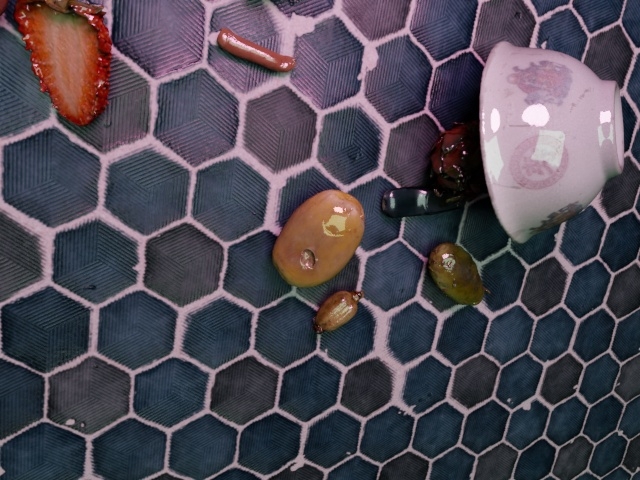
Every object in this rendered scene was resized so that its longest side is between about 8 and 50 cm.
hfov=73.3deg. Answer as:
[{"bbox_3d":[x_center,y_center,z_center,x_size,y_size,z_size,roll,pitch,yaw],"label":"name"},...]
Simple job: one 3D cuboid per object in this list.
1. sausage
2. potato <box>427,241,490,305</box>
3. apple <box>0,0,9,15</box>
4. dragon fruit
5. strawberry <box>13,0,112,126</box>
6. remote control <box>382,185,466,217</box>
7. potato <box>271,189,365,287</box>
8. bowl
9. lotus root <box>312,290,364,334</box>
[{"bbox_3d":[-0.123,-0.366,0.841,0.158,0.036,0.042,13,134,-20],"label":"sausage"},{"bbox_3d":[0.349,0.093,1.089,0.117,0.090,0.225,-50,120,-7],"label":"potato"},{"bbox_3d":[-0.547,-0.397,0.641,0.154,0.120,0.153,8,108,26],"label":"apple"},{"bbox_3d":[0.333,-0.182,0.968,0.189,0.183,0.182,-19,112,-45],"label":"dragon fruit"},{"bbox_3d":[-0.431,-0.319,0.741,0.168,0.087,0.208,21,124,-2],"label":"strawberry"},{"bbox_3d":[0.252,-0.095,1.032,0.222,0.042,0.071,-6,104,-17],"label":"remote control"},{"bbox_3d":[0.000,0.000,0.926,0.150,0.146,0.233,45,104,21],"label":"potato"},{"bbox_3d":[0.499,-0.211,0.886,0.435,0.196,0.433,2,87,-50],"label":"bowl"},{"bbox_3d":[0.042,0.163,1.022,0.152,0.063,0.072,-37,85,1],"label":"lotus root"}]
